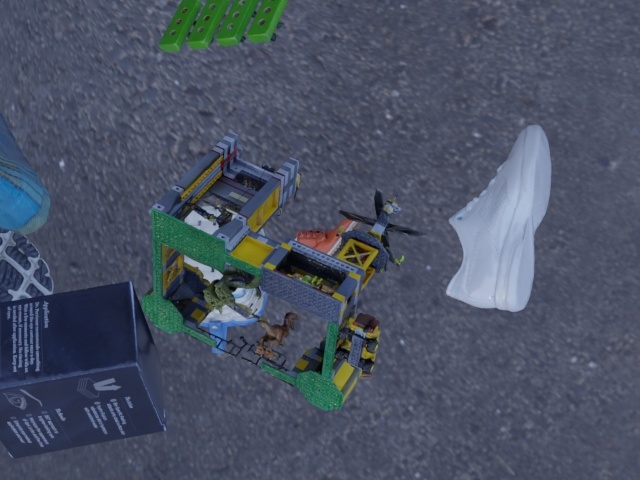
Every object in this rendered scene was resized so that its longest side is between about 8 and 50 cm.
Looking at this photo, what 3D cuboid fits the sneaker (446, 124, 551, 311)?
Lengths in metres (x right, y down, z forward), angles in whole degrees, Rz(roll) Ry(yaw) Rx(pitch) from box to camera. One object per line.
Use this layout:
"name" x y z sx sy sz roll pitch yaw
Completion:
"sneaker" 0.183 -0.031 1.034 0.080 0.094 0.212 51 50 -51

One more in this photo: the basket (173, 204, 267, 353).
"basket" -0.200 0.072 1.982 0.201 0.289 0.255 3 68 -5

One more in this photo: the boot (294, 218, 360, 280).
"boot" 0.000 0.000 1.765 0.158 0.059 0.085 -44 77 17

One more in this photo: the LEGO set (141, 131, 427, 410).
"LEGO set" -0.043 0.023 1.165 0.192 0.331 0.255 -51 150 -41

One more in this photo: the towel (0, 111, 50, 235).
"towel" -0.299 -0.188 0.595 0.040 0.271 0.370 -32 138 -4

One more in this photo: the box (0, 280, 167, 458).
"box" -0.240 0.127 0.947 0.158 0.093 0.156 -9 147 -4

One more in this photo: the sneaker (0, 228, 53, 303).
"sneaker" -0.428 0.019 1.131 0.275 0.110 0.107 24 61 6

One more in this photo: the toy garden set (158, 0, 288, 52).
"toy garden set" -0.143 -0.414 1.737 0.049 0.244 0.204 48 55 -45
